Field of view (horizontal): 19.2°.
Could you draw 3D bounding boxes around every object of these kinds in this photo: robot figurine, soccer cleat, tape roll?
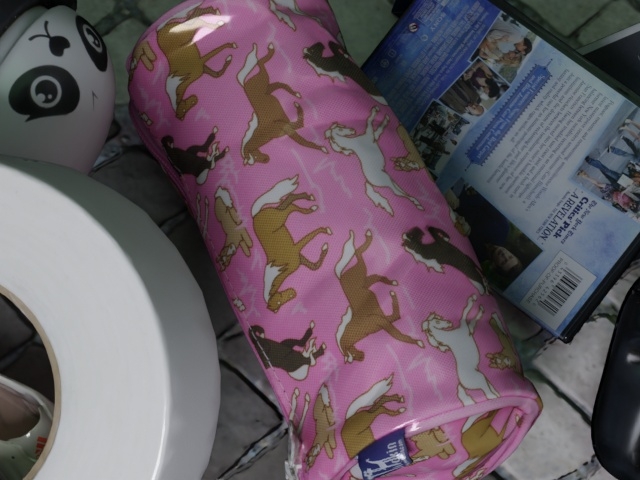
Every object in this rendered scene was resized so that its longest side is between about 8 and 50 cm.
[{"bbox_3d":[-0.278,-0.124,1.311,0.278,0.173,0.209,27,90,4],"label":"robot figurine"},{"bbox_3d":[-0.170,0.148,1.233,0.196,0.076,0.068,32,59,7],"label":"soccer cleat"},{"bbox_3d":[-0.208,0.088,1.154,0.286,0.100,0.286,0,91,16],"label":"tape roll"}]

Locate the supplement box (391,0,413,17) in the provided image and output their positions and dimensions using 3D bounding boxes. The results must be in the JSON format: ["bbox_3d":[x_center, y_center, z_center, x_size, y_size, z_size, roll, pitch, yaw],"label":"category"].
[{"bbox_3d":[0.110,-0.214,1.505,0.056,0.083,0.083,37,60,9],"label":"supplement box"}]

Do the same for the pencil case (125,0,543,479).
[{"bbox_3d":[0.000,0.000,1.314,0.167,0.160,0.386,-5,59,-39],"label":"pencil case"}]

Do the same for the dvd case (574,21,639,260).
[{"bbox_3d":[0.266,-0.087,1.428,0.239,0.029,0.179,-23,62,11],"label":"dvd case"}]

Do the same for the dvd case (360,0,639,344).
[{"bbox_3d":[0.138,-0.068,1.406,0.253,0.022,0.180,38,88,15],"label":"dvd case"}]

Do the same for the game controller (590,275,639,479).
[{"bbox_3d":[0.355,0.123,1.339,0.319,0.166,0.067,13,16,-4],"label":"game controller"}]
